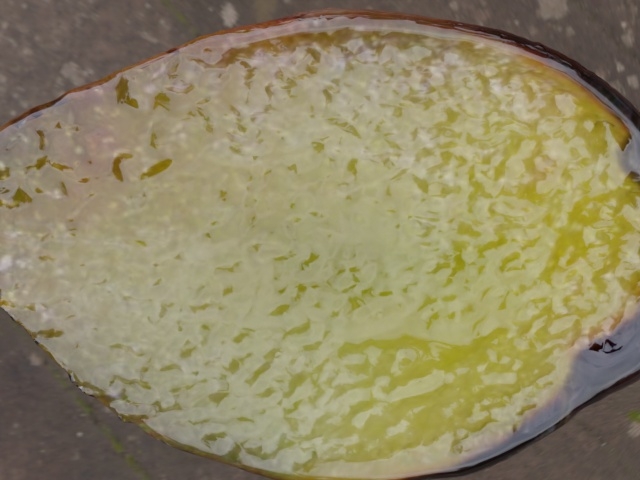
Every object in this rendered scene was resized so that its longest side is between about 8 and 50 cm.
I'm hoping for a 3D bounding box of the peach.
[{"bbox_3d":[0.001,-0.001,0.479,0.279,0.068,0.189,13,108,-16],"label":"peach"}]
